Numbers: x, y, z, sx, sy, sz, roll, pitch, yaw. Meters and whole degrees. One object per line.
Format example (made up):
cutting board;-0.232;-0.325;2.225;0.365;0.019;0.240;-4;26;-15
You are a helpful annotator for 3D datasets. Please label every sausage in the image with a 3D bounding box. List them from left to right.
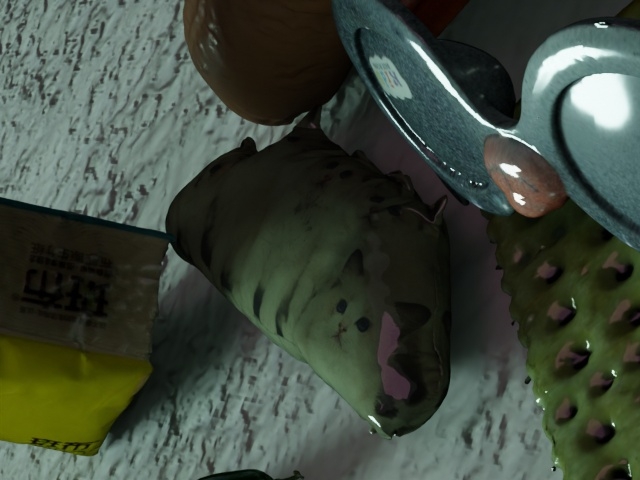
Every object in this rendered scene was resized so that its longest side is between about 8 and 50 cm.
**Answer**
sausage;-0.004;-0.133;0.806;0.289;0.086;0.086;116;168;-67

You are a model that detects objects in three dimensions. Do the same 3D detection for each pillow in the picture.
pillow;0.001;0.000;0.826;0.093;0.051;0.241;-63;31;7

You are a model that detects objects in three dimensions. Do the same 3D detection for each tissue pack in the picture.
tissue pack;-0.162;0.036;0.893;0.120;0.169;0.082;128;150;-58

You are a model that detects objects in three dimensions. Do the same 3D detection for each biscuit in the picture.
biscuit;0.117;0.005;0.694;0.139;0.016;0.231;-41;38;27

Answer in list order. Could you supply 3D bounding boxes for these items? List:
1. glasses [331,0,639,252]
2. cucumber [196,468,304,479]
glasses;0.151;-0.111;0.695;0.268;0.118;0.234;-45;29;-15
cucumber;-0.069;0.135;0.836;0.168;0.039;0.039;-43;37;30
